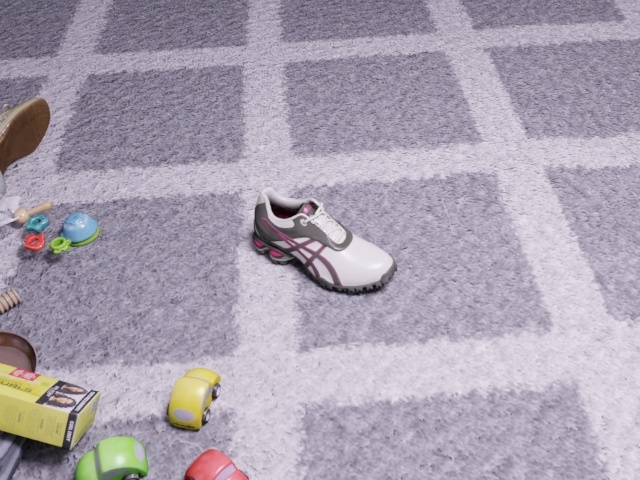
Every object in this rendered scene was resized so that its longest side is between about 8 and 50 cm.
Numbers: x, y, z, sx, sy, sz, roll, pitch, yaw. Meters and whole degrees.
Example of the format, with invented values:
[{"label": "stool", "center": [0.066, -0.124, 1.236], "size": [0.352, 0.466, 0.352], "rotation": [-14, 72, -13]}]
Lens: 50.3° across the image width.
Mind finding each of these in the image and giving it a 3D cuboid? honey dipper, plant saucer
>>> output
[{"label": "honey dipper", "center": [-0.571, 0.134, 1.119], "size": [0.160, 0.030, 0.030], "rotation": [-37, 53, -26]}, {"label": "plant saucer", "center": [-0.511, 0.212, 1.033], "size": [0.168, 0.029, 0.168], "rotation": [-1, 43, 1]}]

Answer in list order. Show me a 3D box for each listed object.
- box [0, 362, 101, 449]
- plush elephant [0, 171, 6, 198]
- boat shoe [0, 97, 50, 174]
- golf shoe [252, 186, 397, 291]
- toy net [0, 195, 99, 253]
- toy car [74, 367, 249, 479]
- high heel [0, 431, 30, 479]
[{"label": "box", "center": [-0.434, 0.216, 0.942], "size": [0.232, 0.058, 0.087], "rotation": [15, 11, 1]}, {"label": "plush elephant", "center": [-0.798, -0.131, 1.204], "size": [0.330, 0.272, 0.255], "rotation": [-22, 5, 17]}, {"label": "boat shoe", "center": [-0.676, -0.208, 1.421], "size": [0.089, 0.104, 0.285], "rotation": [16, 48, 15]}, {"label": "golf shoe", "center": [0.000, 0.000, 1.160], "size": [0.273, 0.120, 0.105], "rotation": [19, 47, 19]}, {"label": "toy net", "center": [-0.536, -0.023, 1.269], "size": [0.232, 0.045, 0.122], "rotation": [11, 48, 16]}, {"label": "toy car", "center": [-0.223, 0.283, 0.926], "size": [0.225, 0.053, 0.239], "rotation": [-15, 45, -12]}, {"label": "high heel", "center": [-0.527, 0.300, 0.870], "size": [0.261, 0.093, 0.186], "rotation": [3, 25, -4]}]
